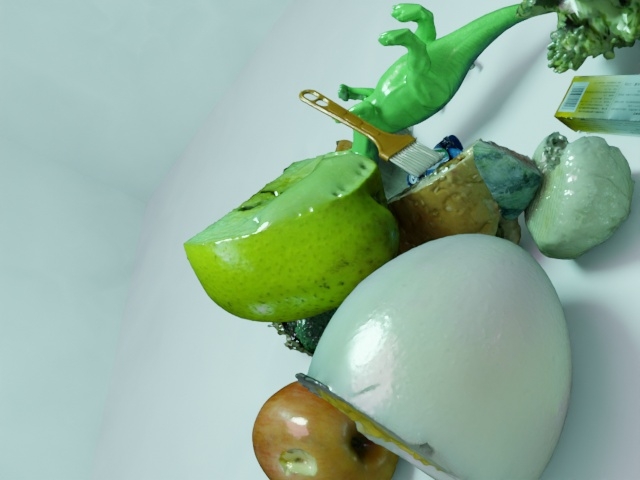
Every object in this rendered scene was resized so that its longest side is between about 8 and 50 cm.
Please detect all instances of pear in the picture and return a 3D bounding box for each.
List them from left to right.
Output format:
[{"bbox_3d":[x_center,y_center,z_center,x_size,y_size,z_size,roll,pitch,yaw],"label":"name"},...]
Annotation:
[{"bbox_3d":[0.000,0.000,1.179,0.317,0.239,0.342,-5,27,43],"label":"pear"}]

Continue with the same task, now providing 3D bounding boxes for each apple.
[{"bbox_3d":[0.013,0.354,1.269,0.241,0.242,0.242,-13,55,50],"label":"apple"}]

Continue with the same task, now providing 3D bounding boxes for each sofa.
[{"bbox_3d":[0.152,-0.154,1.654,0.210,0.176,0.225,-51,0,24],"label":"sofa"}]

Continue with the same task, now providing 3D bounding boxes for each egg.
[{"bbox_3d":[0.196,0.154,1.008,0.340,0.354,0.354,-55,24,-13],"label":"egg"}]

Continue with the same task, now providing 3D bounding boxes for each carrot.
[{"bbox_3d":[0.047,-0.163,1.874,0.067,0.067,0.225,-27,43,52],"label":"carrot"}]

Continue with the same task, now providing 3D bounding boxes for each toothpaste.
[{"bbox_3d":[0.493,-0.203,1.068,0.089,0.071,0.313,-62,25,-1],"label":"toothpaste"}]

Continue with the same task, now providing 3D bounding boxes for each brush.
[{"bbox_3d":[0.079,-0.210,1.311,0.090,0.314,0.017,-35,-32,-37],"label":"brush"}]

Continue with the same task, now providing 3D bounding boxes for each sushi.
[{"bbox_3d":[-0.049,0.184,1.646,0.115,0.147,0.212,-56,34,6],"label":"sushi"}]

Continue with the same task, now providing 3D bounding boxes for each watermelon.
[{"bbox_3d":[0.289,-0.105,1.087,0.081,0.180,0.094,-27,61,21],"label":"watermelon"}]

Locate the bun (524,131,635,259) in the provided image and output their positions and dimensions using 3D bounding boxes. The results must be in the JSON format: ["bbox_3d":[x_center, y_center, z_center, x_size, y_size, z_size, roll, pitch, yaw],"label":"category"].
[{"bbox_3d":[0.393,-0.074,1.071,0.213,0.126,0.204,-87,8,-50],"label":"bun"}]

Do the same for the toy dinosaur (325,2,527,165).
[{"bbox_3d":[0.254,-0.277,1.414,0.144,0.499,0.375,-90,-2,-54],"label":"toy dinosaur"}]

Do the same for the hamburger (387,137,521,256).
[{"bbox_3d":[0.231,-0.026,1.238,0.162,0.209,0.330,-36,-1,-25],"label":"hamburger"}]

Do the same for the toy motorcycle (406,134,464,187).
[{"bbox_3d":[0.272,-0.139,1.406,0.136,0.092,0.254,-56,34,-4],"label":"toy motorcycle"}]

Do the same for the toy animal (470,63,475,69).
[{"bbox_3d":[0.266,-0.378,1.657,0.217,0.073,0.176,-43,18,30],"label":"toy animal"}]

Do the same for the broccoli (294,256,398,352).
[{"bbox_3d":[0.083,0.126,1.396,0.269,0.254,0.269,-63,-4,-7],"label":"broccoli"}]

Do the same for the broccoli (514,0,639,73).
[{"bbox_3d":[0.467,-0.413,1.072,0.338,0.317,0.277,-72,-29,-76],"label":"broccoli"}]
